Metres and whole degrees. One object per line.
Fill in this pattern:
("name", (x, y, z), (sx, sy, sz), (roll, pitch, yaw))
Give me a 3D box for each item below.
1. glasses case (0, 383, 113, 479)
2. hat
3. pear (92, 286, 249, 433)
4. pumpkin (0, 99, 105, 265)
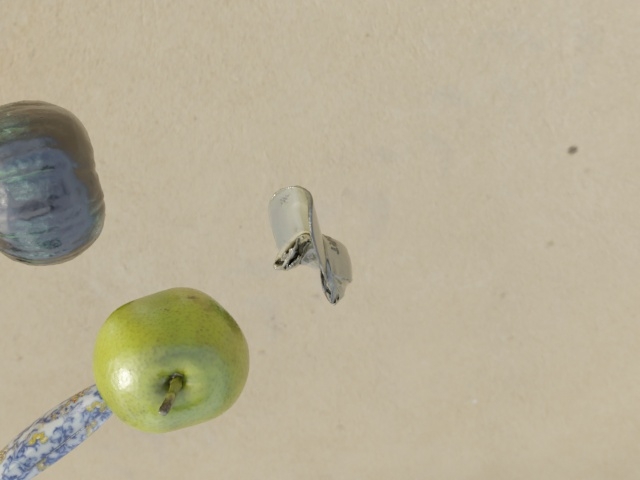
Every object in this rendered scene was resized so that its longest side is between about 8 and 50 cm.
("glasses case", (-0.458, 0.334, 1.478), (0.248, 0.087, 0.065), (-38, 118, -7))
("hat", (0.000, 0.000, 1.184), (0.085, 0.147, 0.175), (-26, 128, -27))
("pear", (-0.166, 0.142, 0.981), (0.180, 0.216, 0.166), (0, 98, -15))
("pumpkin", (-0.512, -0.100, 1.512), (0.239, 0.315, 0.315), (-16, 129, -16))
